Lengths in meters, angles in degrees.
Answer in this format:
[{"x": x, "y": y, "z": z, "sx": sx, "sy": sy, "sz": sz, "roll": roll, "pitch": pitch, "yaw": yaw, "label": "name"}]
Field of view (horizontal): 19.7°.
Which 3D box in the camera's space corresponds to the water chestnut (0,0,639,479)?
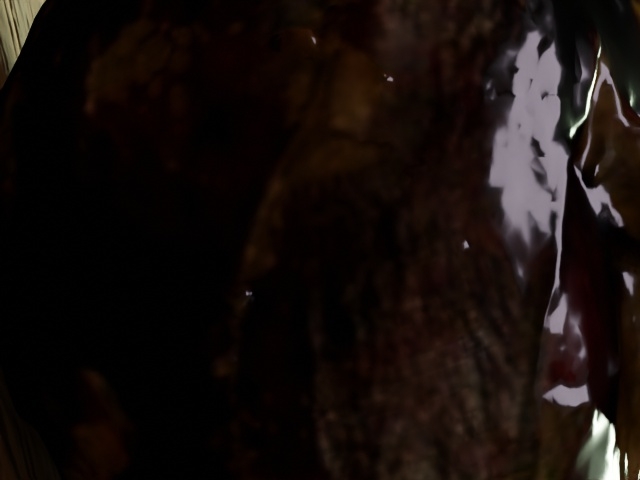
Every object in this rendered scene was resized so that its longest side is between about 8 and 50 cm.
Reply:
[{"x": 0.052, "y": 0.011, "z": 0.717, "sx": 0.335, "sy": 0.347, "sz": 0.335, "roll": -2, "pitch": 90, "yaw": -77, "label": "water chestnut"}]
